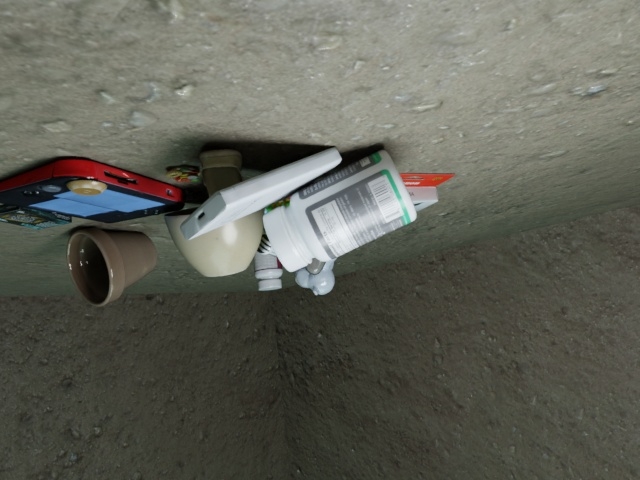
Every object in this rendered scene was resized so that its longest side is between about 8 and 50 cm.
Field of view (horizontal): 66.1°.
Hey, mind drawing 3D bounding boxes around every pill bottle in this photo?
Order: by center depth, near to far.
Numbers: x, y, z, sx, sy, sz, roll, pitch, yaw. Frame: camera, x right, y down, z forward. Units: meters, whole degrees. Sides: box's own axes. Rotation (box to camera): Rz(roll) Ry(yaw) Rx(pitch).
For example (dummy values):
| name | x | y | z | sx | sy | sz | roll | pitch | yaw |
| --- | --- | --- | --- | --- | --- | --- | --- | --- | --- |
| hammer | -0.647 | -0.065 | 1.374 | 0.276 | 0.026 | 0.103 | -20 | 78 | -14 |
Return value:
| name | x | y | z | sx | sy | sz | roll | pitch | yaw |
| --- | --- | --- | --- | --- | --- | --- | --- | --- | --- |
| pill bottle | 0.047 | -0.070 | 1.278 | 0.360 | 0.204 | 0.204 | -25 | 166 | 7 |
| pill bottle | -0.226 | 0.098 | 2.110 | 0.121 | 0.221 | 0.121 | -7 | 169 | -1 |

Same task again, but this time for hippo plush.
| name | x | y | z | sx | sy | sz | roll | pitch | yaw |
| --- | --- | --- | --- | --- | --- | --- | --- | --- | --- |
| hippo plush | 0.015 | 0.096 | 2.034 | 0.294 | 0.237 | 0.234 | 12 | -165 | 29 |

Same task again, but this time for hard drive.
| name | x | y | z | sx | sy | sz | roll | pitch | yaw |
| --- | --- | --- | --- | --- | --- | --- | --- | --- | --- |
| hard drive | -0.139 | -0.114 | 1.174 | 0.353 | 0.047 | 0.233 | -28 | 180 | -40 |

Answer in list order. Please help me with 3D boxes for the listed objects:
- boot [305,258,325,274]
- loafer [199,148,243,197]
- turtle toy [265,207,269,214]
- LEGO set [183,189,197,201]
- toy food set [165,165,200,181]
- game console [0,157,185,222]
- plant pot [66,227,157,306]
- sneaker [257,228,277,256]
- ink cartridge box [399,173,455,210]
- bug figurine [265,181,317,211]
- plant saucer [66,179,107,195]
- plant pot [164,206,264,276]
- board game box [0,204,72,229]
| name | x | y | z | sx | sy | sz | roll | pitch | yaw |
| --- | --- | --- | --- | --- | --- | --- | --- | --- | --- |
| boot | 0.000 | 0.000 | 1.794 | 0.083 | 0.247 | 0.161 | 20 | 173 | 6 |
| loafer | -0.235 | -0.148 | 1.207 | 0.101 | 0.092 | 0.268 | -7 | 170 | -5 |
| turtle toy | -0.215 | -0.084 | 1.605 | 0.130 | 0.066 | 0.095 | -5 | -168 | 0 |
| LEGO set | -0.379 | -0.122 | 1.420 | 0.054 | 0.024 | 0.083 | -9 | 168 | 11 |
| toy food set | -0.343 | -0.165 | 1.236 | 0.082 | 0.020 | 0.083 | -7 | 168 | -3 |
| game console | -0.589 | -0.108 | 1.276 | 0.341 | 0.060 | 0.386 | -13 | 167 | 25 |
| plant pot | -0.702 | 0.072 | 1.704 | 0.262 | 0.263 | 0.229 | -16 | -177 | 37 |
| sneaker | -0.186 | 0.004 | 1.713 | 0.132 | 0.086 | 0.229 | 27 | -168 | -37 |
| ink cartridge box | 0.264 | -0.150 | 1.598 | 0.274 | 0.060 | 0.239 | -3 | 169 | -21 |
| bug figurine | -0.060 | -0.123 | 1.491 | 0.216 | 0.072 | 0.279 | -7 | 168 | -6 |
| plant saucer | -0.521 | -0.115 | 1.099 | 0.083 | 0.015 | 0.083 | -5 | 170 | -1 |
| plant pot | -0.290 | -0.003 | 1.426 | 0.283 | 0.191 | 0.284 | -8 | -170 | 1 |
| board game box | -0.831 | -0.068 | 1.405 | 0.126 | 0.026 | 0.186 | -10 | 169 | 14 |
